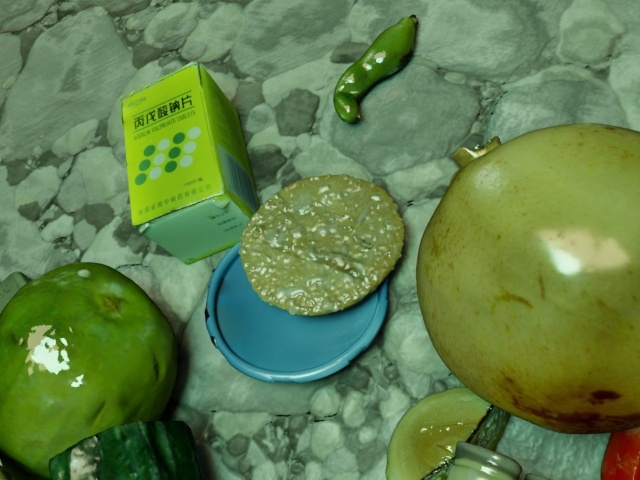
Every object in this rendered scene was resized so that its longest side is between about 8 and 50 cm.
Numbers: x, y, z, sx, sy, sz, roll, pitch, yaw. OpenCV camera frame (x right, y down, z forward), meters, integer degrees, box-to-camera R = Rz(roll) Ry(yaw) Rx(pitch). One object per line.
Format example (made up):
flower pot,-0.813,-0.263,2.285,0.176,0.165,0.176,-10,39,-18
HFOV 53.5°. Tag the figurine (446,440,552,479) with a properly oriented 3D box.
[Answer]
figurine,0.120,0.374,0.528,0.203,0.248,0.380,-19,43,59

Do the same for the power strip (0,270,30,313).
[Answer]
power strip,-0.444,0.133,0.955,0.092,0.034,0.268,-47,59,-5

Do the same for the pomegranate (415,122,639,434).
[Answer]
pomegranate,0.237,0.021,0.617,0.319,0.319,0.319,-8,63,16

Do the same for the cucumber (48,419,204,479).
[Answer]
cucumber,-0.216,0.296,0.719,0.191,0.191,0.130,-24,59,8

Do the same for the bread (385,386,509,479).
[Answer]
bread,0.124,0.217,0.678,0.094,0.083,0.157,24,64,34

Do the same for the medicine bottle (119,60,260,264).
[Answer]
medicine bottle,-0.186,-0.112,0.923,0.137,0.141,0.250,-23,59,13

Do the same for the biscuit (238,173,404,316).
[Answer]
biscuit,0.000,0.001,0.821,0.220,0.033,0.219,-6,56,10

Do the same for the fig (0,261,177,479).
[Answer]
fig,-0.299,0.192,0.808,0.233,0.314,0.233,5,29,-3

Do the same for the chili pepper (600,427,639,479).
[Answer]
chili pepper,0.302,0.227,0.608,0.063,0.071,0.272,11,59,28

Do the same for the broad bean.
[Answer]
broad bean,0.085,-0.263,0.948,0.070,0.048,0.213,26,76,32

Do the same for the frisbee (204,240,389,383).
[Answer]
frisbee,-0.030,0.074,0.823,0.242,0.045,0.242,-5,57,8

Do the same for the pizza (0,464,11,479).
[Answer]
pizza,-0.365,0.283,0.718,0.041,0.131,0.178,-32,78,-35
